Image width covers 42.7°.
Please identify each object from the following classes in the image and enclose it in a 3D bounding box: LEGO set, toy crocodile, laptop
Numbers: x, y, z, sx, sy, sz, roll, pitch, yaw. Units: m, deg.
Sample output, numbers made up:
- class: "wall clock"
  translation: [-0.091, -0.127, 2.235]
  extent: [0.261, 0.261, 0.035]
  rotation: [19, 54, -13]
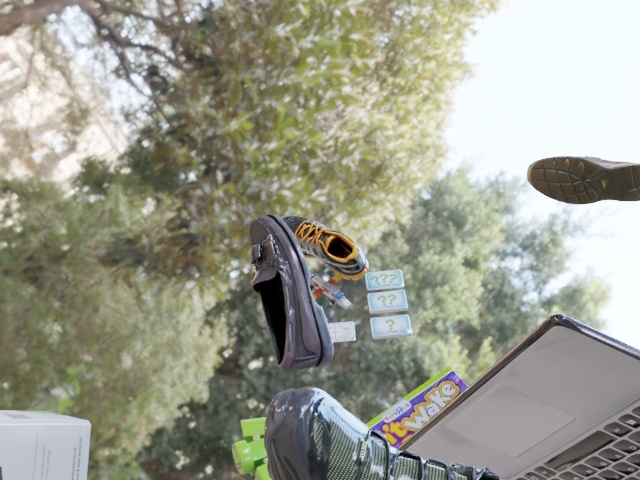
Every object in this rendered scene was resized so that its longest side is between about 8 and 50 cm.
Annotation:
- class: "LEGO set"
  translation: [0.049, 0.118, 1.622]
  extent: [0.244, 0.182, 0.060]
  rotation: [-5, -47, 2]
- class: "toy crocodile"
  translation: [-0.092, 0.496, 1.674]
  extent: [0.340, 0.115, 0.105]
  rotation: [55, -31, 40]
- class: "laptop"
  translation: [0.280, 0.320, 0.745]
  extent: [0.408, 0.236, 0.382]
  rotation: [25, -38, -4]

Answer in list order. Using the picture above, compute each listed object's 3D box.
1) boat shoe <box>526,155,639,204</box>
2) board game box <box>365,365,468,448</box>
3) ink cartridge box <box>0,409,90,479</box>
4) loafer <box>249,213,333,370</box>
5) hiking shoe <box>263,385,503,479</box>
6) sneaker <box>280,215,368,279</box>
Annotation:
- class: "boat shoe"
  translation: [0.359, -0.083, 1.109]
  extent: [0.060, 0.178, 0.064]
  rotation: [-130, -137, -75]
- class: "board game box"
  translation: [0.122, 0.368, 1.169]
  extent: [0.233, 0.347, 0.078]
  rotation: [46, -17, 42]
- class: "ink cartridge box"
  translation: [-0.381, 0.231, 0.878]
  extent: [0.160, 0.219, 0.092]
  rotation: [-11, -105, 56]
- class: "loafer"
  translation: [-0.072, 0.085, 1.424]
  extent: [0.109, 0.095, 0.302]
  rotation: [-54, -128, 49]
- class: "hiking shoe"
  translation: [0.065, 0.158, 0.503]
  extent: [0.114, 0.086, 0.227]
  rotation: [-31, -66, 31]
- class: "sneaker"
  translation: [0.000, 0.000, 1.645]
  extent: [0.215, 0.084, 0.083]
  rotation: [24, -19, 16]
